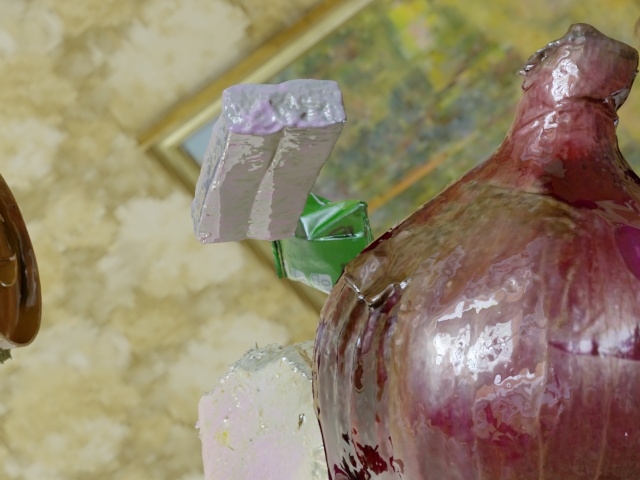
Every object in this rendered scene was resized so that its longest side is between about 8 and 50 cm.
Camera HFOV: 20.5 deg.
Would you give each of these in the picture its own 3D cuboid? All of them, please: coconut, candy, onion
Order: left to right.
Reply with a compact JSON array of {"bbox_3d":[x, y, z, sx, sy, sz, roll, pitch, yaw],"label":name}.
[{"bbox_3d":[-0.003,-0.001,2.248,0.078,0.141,0.203,-6,-166,-42],"label":"candy"},{"bbox_3d":[0.024,0.197,1.603,0.245,0.233,0.233,15,-141,-45],"label":"coconut"},{"bbox_3d":[0.165,0.041,1.239,0.348,0.348,0.385,0,-83,-72],"label":"onion"}]

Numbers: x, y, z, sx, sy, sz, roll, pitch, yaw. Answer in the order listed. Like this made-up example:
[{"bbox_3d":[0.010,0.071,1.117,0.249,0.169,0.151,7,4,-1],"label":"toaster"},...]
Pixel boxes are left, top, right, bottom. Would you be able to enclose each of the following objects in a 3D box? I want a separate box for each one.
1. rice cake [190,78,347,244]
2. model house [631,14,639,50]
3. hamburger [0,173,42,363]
[{"bbox_3d":[-0.054,-0.065,1.590,0.298,0.106,0.050,116,149,-68],"label":"rice cake"},{"bbox_3d":[0.387,-0.185,1.564,0.219,0.199,0.229,46,-166,30],"label":"model house"},{"bbox_3d":[-0.459,0.035,1.998,0.274,0.212,0.274,-16,-90,-79],"label":"hamburger"}]
